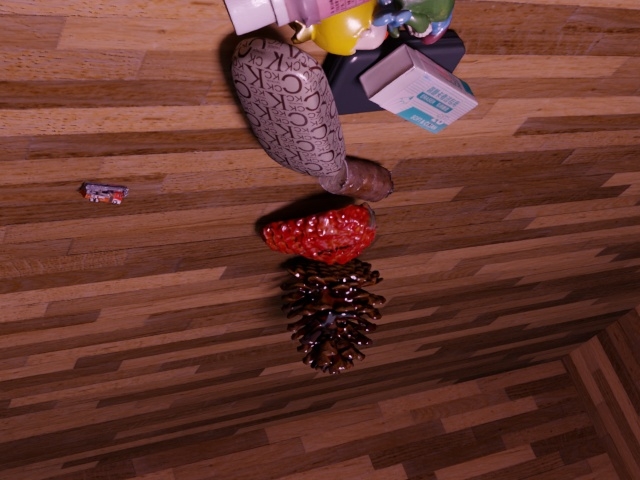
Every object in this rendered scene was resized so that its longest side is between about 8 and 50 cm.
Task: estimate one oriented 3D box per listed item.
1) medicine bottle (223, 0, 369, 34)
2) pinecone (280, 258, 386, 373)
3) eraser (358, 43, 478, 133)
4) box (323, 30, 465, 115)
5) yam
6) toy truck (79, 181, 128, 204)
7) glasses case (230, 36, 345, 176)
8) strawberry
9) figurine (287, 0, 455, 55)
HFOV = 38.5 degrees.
[{"bbox_3d":[-0.007,-0.343,1.128,0.247,0.147,0.147,-21,156,-2],"label":"medicine bottle"},{"bbox_3d":[0.028,0.169,2.080,0.246,0.292,0.246,-2,-168,0],"label":"pinecone"},{"bbox_3d":[0.162,-0.239,1.479,0.095,0.052,0.225,-33,154,26],"label":"eraser"},{"bbox_3d":[0.110,-0.271,1.495,0.230,0.050,0.160,-10,153,-26],"label":"box"},{"bbox_3d":[0.070,-0.116,1.758,0.079,0.079,0.141,-37,151,32],"label":"yam"},{"bbox_3d":[-0.360,-0.080,1.533,0.083,0.024,0.032,8,114,-44],"label":"toy truck"},{"bbox_3d":[-0.045,-0.197,1.425,0.137,0.085,0.355,14,161,15],"label":"glasses case"},{"bbox_3d":[0.000,0.000,1.844,0.236,0.111,0.190,-12,179,5],"label":"strawberry"},{"bbox_3d":[0.070,-0.317,1.296,0.234,0.127,0.185,-32,164,-2],"label":"figurine"}]
